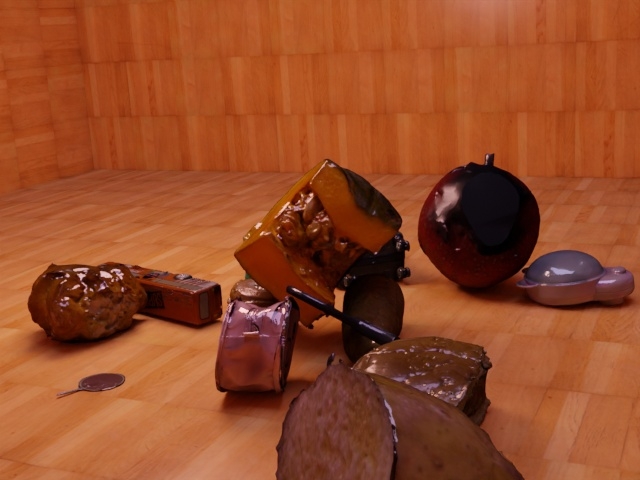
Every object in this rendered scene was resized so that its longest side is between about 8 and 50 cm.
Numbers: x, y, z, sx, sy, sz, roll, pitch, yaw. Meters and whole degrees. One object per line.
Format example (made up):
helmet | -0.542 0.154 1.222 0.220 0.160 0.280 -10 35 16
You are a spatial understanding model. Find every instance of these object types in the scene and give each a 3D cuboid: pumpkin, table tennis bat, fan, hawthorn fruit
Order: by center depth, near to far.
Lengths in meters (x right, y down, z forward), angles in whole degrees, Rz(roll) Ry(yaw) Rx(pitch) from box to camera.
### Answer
table tennis bat | 0.038 0.133 1.545 0.236 0.027 0.150 24 -6 35
fan | -0.422 0.265 1.634 0.133 0.005 0.085 -14 18 -42
pumpkin | 0.000 0.000 1.778 0.303 0.225 0.256 -45 6 -3
hawthorn fruit | 0.364 -0.031 2.050 0.315 0.316 0.316 -3 14 1

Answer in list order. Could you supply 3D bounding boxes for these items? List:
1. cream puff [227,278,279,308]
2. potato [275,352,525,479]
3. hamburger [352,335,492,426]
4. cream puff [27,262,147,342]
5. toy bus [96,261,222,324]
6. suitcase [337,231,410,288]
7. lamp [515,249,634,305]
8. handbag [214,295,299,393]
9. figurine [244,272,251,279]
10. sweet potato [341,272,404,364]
cream puff | -0.124 0.137 1.884 0.143 0.103 0.126 -10 28 -24
potato | 0.108 0.289 0.995 0.237 0.301 0.289 13 41 -23
hamburger | 0.143 0.235 1.366 0.211 0.133 0.309 5 17 21
cream puff | -0.510 0.132 1.916 0.240 0.155 0.269 3 8 4
toy bus | -0.387 0.116 2.058 0.408 0.093 0.092 7 18 41
suitcase | 0.083 0.024 2.241 0.202 0.128 0.312 -8 14 -20
lamp | 0.560 0.078 1.957 0.245 0.108 0.179 2 19 20
handbag | -0.106 0.181 1.552 0.116 0.179 0.205 6 -5 6
figurine | -0.121 0.066 2.160 0.102 0.112 0.195 -20 8 22
sweet potato | 0.100 0.161 1.692 0.130 0.131 0.423 -2 17 3
